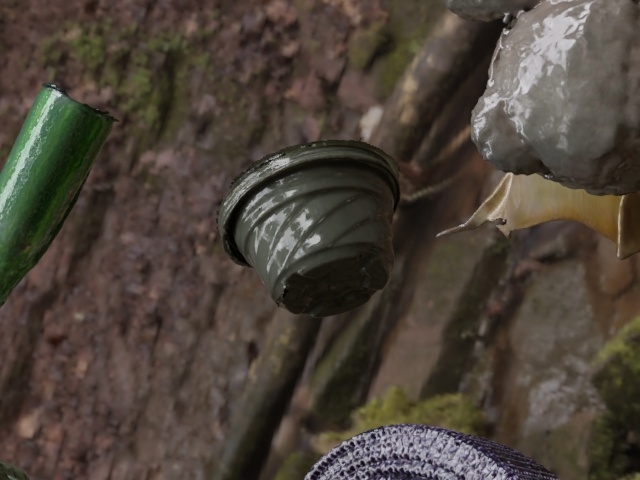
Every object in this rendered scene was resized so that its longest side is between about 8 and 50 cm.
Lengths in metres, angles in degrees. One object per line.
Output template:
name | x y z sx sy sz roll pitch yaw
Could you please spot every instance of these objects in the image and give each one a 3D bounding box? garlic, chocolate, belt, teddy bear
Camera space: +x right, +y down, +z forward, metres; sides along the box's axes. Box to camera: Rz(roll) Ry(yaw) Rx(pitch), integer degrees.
garlic | 0.230 -0.072 1.124 0.196 0.151 0.338 -40 16 -14
chocolate | -0.360 -0.045 1.610 0.291 0.110 0.110 -63 18 -3
belt | 0.098 0.295 1.137 0.325 0.122 0.260 14 87 45
teddy bear | 0.201 -0.164 0.901 0.151 0.236 0.267 -133 43 -86

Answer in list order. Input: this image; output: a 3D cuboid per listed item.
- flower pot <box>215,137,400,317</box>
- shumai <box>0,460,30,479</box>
flower pot | 0.000 0.000 1.538 0.235 0.235 0.141 -55 42 43
shumai | -0.271 0.243 0.949 0.142 0.184 0.184 124 157 -59
